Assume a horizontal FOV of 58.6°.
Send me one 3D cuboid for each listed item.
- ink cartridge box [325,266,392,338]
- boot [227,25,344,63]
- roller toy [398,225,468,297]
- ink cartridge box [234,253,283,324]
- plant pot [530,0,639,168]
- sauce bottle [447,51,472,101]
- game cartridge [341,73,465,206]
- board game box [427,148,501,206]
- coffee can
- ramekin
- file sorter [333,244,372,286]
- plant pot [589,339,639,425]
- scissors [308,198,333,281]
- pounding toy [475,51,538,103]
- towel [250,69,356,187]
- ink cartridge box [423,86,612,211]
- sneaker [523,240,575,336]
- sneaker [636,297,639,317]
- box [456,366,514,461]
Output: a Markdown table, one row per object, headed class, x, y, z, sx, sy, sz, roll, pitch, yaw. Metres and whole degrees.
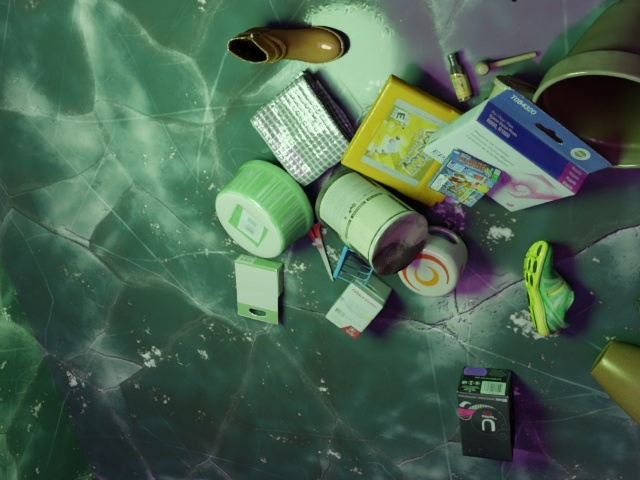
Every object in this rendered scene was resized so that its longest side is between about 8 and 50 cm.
| class | x | y | z | sx | sy | sz | roll | pitch | yaw |
| --- | --- | --- | --- | --- | --- | --- | --- | --- | --- |
| ink cartridge box | 0.128 | 0.205 | 1.882 | 0.128 | 0.127 | 0.176 | 38 | 123 | 3 |
| boot | -0.095 | -0.533 | 1.560 | 0.283 | 0.220 | 0.109 | 19 | 120 | 14 |
| roller toy | 0.340 | 0.062 | 1.713 | 0.191 | 0.146 | 0.209 | -18 | 113 | 38 |
| ink cartridge box | -0.220 | 0.177 | 2.060 | 0.171 | 0.056 | 0.235 | 11 | 121 | 18 |
| plant pot | 0.667 | -0.365 | 1.255 | 0.323 | 0.280 | 0.323 | 24 | 164 | 7 |
| sauce bottle | 0.368 | -0.435 | 1.520 | 0.042 | 0.042 | 0.128 | -17 | 106 | 29 |
| game cartridge | 0.263 | -0.263 | 1.586 | 0.323 | 0.053 | 0.285 | 25 | 123 | -11 |
| board game box | 0.377 | -0.161 | 1.513 | 0.136 | 0.035 | 0.201 | 26 | 165 | 1 |
| coffee can | 0.142 | -0.058 | 1.633 | 0.275 | 0.201 | 0.201 | 43 | 132 | 42 |
| ramekin | -0.186 | -0.088 | 1.798 | 0.303 | 0.148 | 0.303 | 26 | 143 | 21 |
| file sorter | 0.126 | 0.049 | 1.784 | 0.104 | 0.170 | 0.118 | 24 | 121 | 8 |
| plant pot | 0.911 | 0.404 | 1.611 | 0.254 | 0.237 | 0.237 | 33 | 124 | 22 |
| scissors | 0.000 | 0.000 | 1.900 | 0.109 | 0.021 | 0.297 | -27 | 100 | 29 |
| pounding toy | 0.508 | -0.379 | 1.421 | 0.269 | 0.154 | 0.155 | 28 | 122 | 8 |
| towel | -0.048 | -0.329 | 1.701 | 0.235 | 0.121 | 0.284 | -34 | 98 | 31 |
| ink cartridge box | 0.473 | -0.206 | 1.421 | 0.324 | 0.071 | 0.330 | 32 | 163 | -13 |
| sneaker | 0.664 | 0.133 | 1.652 | 0.123 | 0.109 | 0.295 | -11 | 109 | 3 |
| sneaker | 0.920 | 0.136 | 1.541 | 0.118 | 0.083 | 0.222 | -4 | 114 | 25 |
| box | 0.547 | 0.570 | 1.875 | 0.165 | 0.143 | 0.270 | -1 | 114 | 24 |
